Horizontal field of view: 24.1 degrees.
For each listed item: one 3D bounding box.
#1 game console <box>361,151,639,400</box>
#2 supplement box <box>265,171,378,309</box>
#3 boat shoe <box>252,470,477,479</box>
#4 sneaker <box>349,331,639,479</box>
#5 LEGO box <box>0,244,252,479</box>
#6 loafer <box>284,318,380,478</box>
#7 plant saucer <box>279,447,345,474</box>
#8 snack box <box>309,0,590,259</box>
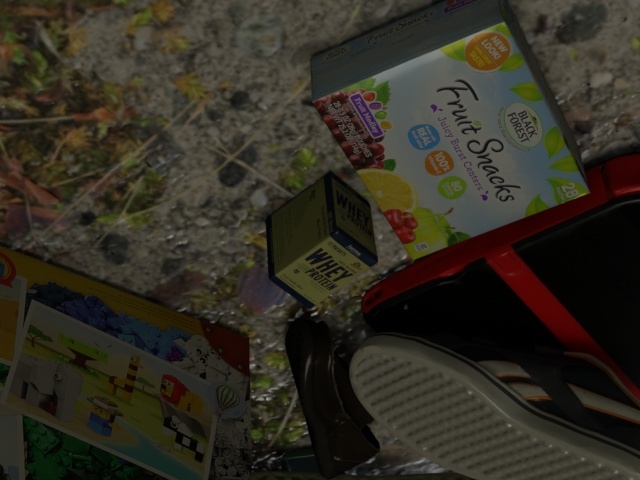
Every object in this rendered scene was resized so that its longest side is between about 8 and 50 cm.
[{"bbox_3d":[0.280,0.096,1.494,0.342,0.060,0.386,-26,128,26],"label":"game console"},{"bbox_3d":[0.000,0.000,1.359,0.083,0.083,0.056,-36,126,25],"label":"supplement box"},{"bbox_3d":[0.112,0.359,1.625,0.500,0.186,0.156,7,131,-10],"label":"boat shoe"},{"bbox_3d":[0.189,0.163,1.451,0.321,0.127,0.126,26,130,11],"label":"sneaker"},{"bbox_3d":[-0.320,0.191,1.321,0.500,0.372,0.193,22,127,-23],"label":"LEGO box"},{"bbox_3d":[0.017,0.152,1.515,0.078,0.080,0.220,-15,138,-3],"label":"loafer"},{"bbox_3d":[0.003,0.294,1.676,0.067,0.018,0.192,-8,132,4],"label":"plant saucer"},{"bbox_3d":[0.113,-0.098,1.285,0.174,0.070,0.207,-21,132,16],"label":"snack box"}]
